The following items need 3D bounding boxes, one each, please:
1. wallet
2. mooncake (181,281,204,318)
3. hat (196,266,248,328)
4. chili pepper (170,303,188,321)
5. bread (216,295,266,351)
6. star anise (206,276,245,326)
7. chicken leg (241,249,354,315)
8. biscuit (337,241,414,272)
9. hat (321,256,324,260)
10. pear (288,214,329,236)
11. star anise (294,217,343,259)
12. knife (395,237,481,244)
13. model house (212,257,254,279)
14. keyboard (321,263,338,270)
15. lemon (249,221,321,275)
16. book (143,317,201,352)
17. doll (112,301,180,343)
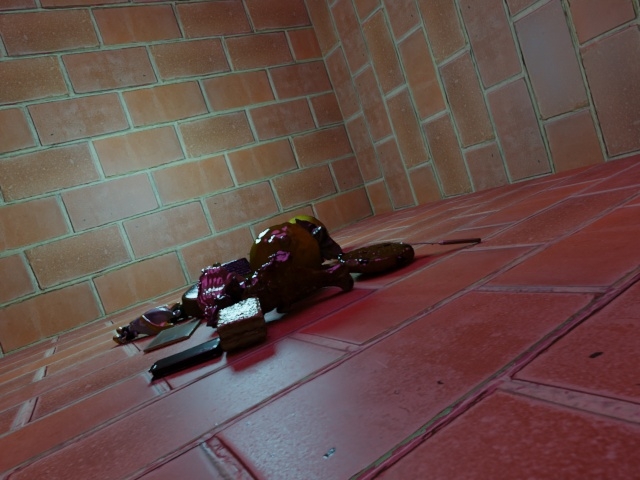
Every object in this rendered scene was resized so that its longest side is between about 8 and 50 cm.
[{"bbox_3d":[-0.368,0.325,1.236,0.198,0.031,0.110,-20,5,-4],"label":"wallet"},{"bbox_3d":[-0.479,0.253,1.959,0.234,0.117,0.235,-8,15,2],"label":"mooncake"},{"bbox_3d":[-0.360,0.220,1.652,0.236,0.107,0.286,15,31,-6],"label":"hat"},{"bbox_3d":[-0.673,0.342,2.040,0.224,0.061,0.098,-24,-29,20],"label":"chili pepper"},{"bbox_3d":[-0.219,0.237,1.247,0.138,0.102,0.196,-22,8,-10],"label":"bread"},{"bbox_3d":[-0.286,0.208,1.449,0.212,0.073,0.197,-56,-28,-6],"label":"star anise"},{"bbox_3d":[-0.084,0.120,1.427,0.361,0.212,0.140,-22,37,-13],"label":"chicken leg"},{"bbox_3d":[0.205,0.070,1.654,0.295,0.075,0.296,-12,10,2],"label":"biscuit"},{"bbox_3d":[-0.121,0.110,2.176,0.238,0.209,0.336,23,-16,23],"label":"hat"},{"bbox_3d":[-0.086,0.000,2.554,0.284,0.285,0.336,-19,19,-1],"label":"pear"},{"bbox_3d":[0.000,0.002,2.201,0.109,0.349,0.292,-47,29,-8],"label":"star anise"},{"bbox_3d":[0.413,0.008,1.586,0.297,0.017,0.047,-4,7,17],"label":"knife"},{"bbox_3d":[-0.341,0.174,1.827,0.194,0.211,0.170,-20,3,-31],"label":"model house"},{"bbox_3d":[0.077,0.118,2.030,0.196,0.015,0.074,-16,1,25],"label":"keyboard"},{"bbox_3d":[-0.129,0.070,1.625,0.285,0.285,0.316,-17,-38,24],"label":"lemon"},{"bbox_3d":[-0.553,0.357,1.688,0.170,0.018,0.242,-18,5,-2],"label":"book"},{"bbox_3d":[-0.749,0.360,1.940,0.316,0.103,0.145,-23,8,10],"label":"doll"}]
